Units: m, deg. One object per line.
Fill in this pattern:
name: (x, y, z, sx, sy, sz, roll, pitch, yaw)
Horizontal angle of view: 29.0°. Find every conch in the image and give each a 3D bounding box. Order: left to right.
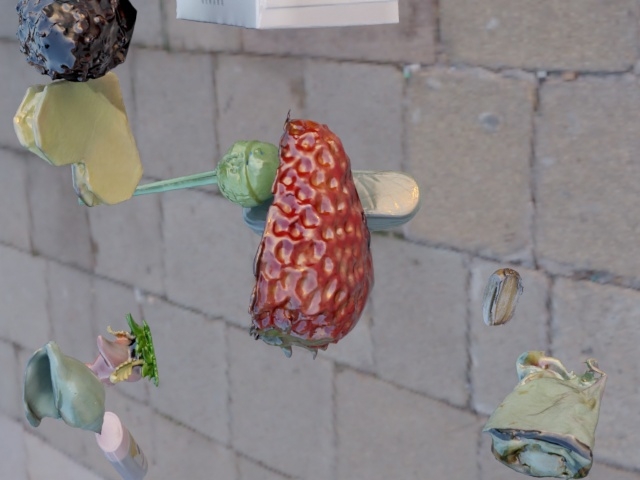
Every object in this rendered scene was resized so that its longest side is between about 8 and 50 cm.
conch: (-0.297, 0.179, 1.446, 0.065, 0.088, 0.180, -99, -10, -45)

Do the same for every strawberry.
strawberry: (-0.001, 0.013, 1.570, 0.253, 0.150, 0.280, 91, -171, -64)

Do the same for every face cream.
face cream: (-0.371, 0.391, 2.321, 0.198, 0.057, 0.084, 80, 176, -61)

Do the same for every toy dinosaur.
toy dinosaur: (-0.419, 0.230, 2.463, 0.194, 0.177, 0.152, 117, 141, -69)

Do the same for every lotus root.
lotus root: (0.217, 0.063, 1.478, 0.030, 0.037, 0.083, -120, 30, -44)

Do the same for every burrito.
burrito: (0.308, 0.229, 1.645, 0.144, 0.229, 0.089, 8, 116, 20)

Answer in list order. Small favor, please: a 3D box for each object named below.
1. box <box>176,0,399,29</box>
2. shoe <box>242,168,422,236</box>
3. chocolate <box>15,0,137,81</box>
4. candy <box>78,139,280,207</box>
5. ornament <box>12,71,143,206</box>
box: (-0.048, -0.324, 1.548, 0.260, 0.194, 0.111, 19, 114, 59)
shoe: (0.019, -0.039, 1.739, 0.100, 0.251, 0.103, 79, -172, -57)
chocolate: (-0.302, -0.248, 1.520, 0.133, 0.156, 0.156, -118, 32, -64)
candy: (-0.201, -0.079, 1.728, 0.336, 0.092, 0.093, -6, 88, 25)
ornament: (-0.310, -0.155, 1.654, 0.059, 0.201, 0.180, 0, 59, 32)
